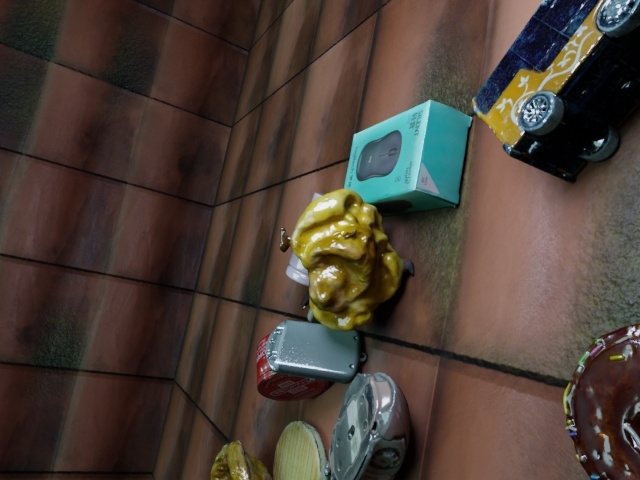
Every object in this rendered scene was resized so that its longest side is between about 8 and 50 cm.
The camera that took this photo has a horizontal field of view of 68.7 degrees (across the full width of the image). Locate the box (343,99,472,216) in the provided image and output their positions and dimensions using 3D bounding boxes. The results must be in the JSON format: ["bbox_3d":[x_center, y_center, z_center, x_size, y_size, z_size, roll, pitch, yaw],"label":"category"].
[{"bbox_3d":[0.183,-0.173,1.085,0.311,0.118,0.205,-4,75,62],"label":"box"}]

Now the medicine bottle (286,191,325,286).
[{"bbox_3d":[0.000,0.000,1.324,0.133,0.133,0.250,34,108,62],"label":"medicine bottle"}]

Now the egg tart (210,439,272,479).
[{"bbox_3d":[-0.213,0.737,1.310,0.352,0.149,0.353,-176,90,-67],"label":"egg tart"}]

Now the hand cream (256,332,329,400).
[{"bbox_3d":[-0.075,0.329,1.234,0.193,0.192,0.126,-52,33,37],"label":"hand cream"}]

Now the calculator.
[{"bbox_3d":[-0.010,0.265,1.130,0.045,0.245,0.141,87,-168,-49],"label":"calculator"}]

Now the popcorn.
[{"bbox_3d":[0.070,0.055,1.061,0.316,0.280,0.298,56,-145,-73],"label":"popcorn"}]

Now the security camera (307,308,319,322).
[{"bbox_3d":[0.011,0.195,1.248,0.058,0.092,0.058,-40,43,51],"label":"security camera"}]

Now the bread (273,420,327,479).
[{"bbox_3d":[-0.052,0.605,1.213,0.267,0.040,0.267,-36,47,51],"label":"bread"}]

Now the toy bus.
[{"bbox_3d":[0.396,-0.274,0.692,0.324,0.161,0.194,-59,28,32],"label":"toy bus"}]

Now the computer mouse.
[{"bbox_3d":[0.096,0.423,0.958,0.200,0.114,0.389,-85,12,-54],"label":"computer mouse"}]

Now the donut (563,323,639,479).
[{"bbox_3d":[0.396,0.210,0.519,0.235,0.089,0.235,-36,46,49],"label":"donut"}]

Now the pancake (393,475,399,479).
[{"bbox_3d":[0.137,0.523,0.929,0.115,0.011,0.115,-37,45,50],"label":"pancake"}]
